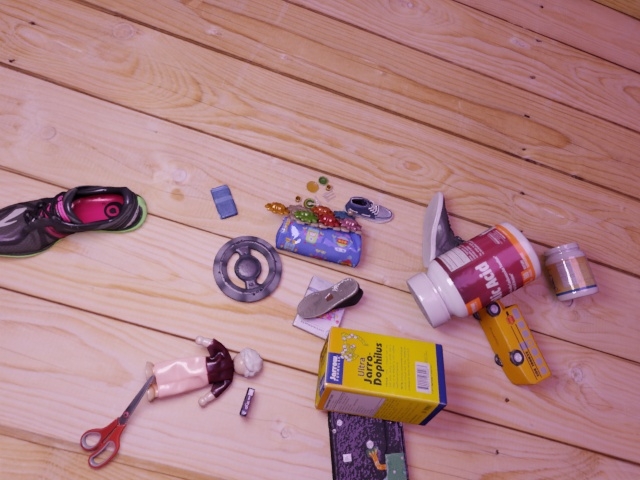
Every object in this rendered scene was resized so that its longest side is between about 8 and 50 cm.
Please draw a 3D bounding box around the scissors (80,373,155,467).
[{"bbox_3d":[-0.553,0.515,1.279,0.297,0.021,0.109,-41,79,-2],"label":"scissors"}]

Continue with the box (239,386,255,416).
[{"bbox_3d":[-0.224,0.493,1.380,0.018,0.067,0.083,20,70,-7],"label":"box"}]

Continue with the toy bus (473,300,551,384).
[{"bbox_3d":[0.671,0.343,1.605,0.130,0.108,0.332,-19,77,-18],"label":"toy bus"}]

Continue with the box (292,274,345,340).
[{"bbox_3d":[0.005,0.231,1.533,0.145,0.038,0.186,25,70,-3],"label":"box"}]

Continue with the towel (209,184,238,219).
[{"bbox_3d":[-0.337,-0.135,1.580,0.067,0.029,0.119,-19,76,-17],"label":"towel"}]

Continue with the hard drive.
[{"bbox_3d":[0.150,0.687,1.402,0.237,0.064,0.338,-1,72,-13],"label":"hard drive"}]

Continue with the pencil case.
[{"bbox_3d":[0.000,0.000,1.562,0.306,0.119,0.133,14,84,-8],"label":"pencil case"}]

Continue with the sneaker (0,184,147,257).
[{"bbox_3d":[-0.788,-0.085,1.371,0.483,0.202,0.185,-17,76,-17],"label":"sneaker"}]

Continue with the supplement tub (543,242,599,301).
[{"bbox_3d":[0.949,0.121,1.720,0.144,0.144,0.199,-9,74,-15],"label":"supplement tub"}]

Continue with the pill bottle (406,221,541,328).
[{"bbox_3d":[0.508,0.123,1.530,0.392,0.224,0.224,-30,80,3],"label":"pill bottle"}]

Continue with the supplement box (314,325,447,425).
[{"bbox_3d":[0.178,0.417,1.386,0.357,0.194,0.195,10,50,-4],"label":"supplement box"}]

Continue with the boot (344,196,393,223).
[{"bbox_3d":[0.186,-0.113,1.658,0.190,0.086,0.069,7,71,-10],"label":"boot"}]

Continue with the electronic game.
[{"bbox_3d":[-0.244,0.094,1.516,0.229,0.048,0.229,3,72,-10],"label":"electronic game"}]

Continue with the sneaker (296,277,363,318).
[{"bbox_3d":[0.038,0.208,1.490,0.222,0.118,0.083,-25,61,9],"label":"sneaker"}]

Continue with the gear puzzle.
[{"bbox_3d":[-0.026,-0.097,1.550,0.339,0.175,0.044,9,112,-18],"label":"gear puzzle"}]

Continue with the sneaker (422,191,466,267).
[{"bbox_3d":[0.471,-0.031,1.692,0.147,0.104,0.295,11,76,-11],"label":"sneaker"}]

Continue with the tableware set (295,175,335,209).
[{"bbox_3d":[-0.024,-0.174,1.666,0.154,0.024,0.104,-29,80,-19],"label":"tableware set"}]

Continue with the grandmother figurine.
[{"bbox_3d":[-0.346,0.391,1.376,0.342,0.104,0.207,-5,101,-17],"label":"grandmother figurine"}]
